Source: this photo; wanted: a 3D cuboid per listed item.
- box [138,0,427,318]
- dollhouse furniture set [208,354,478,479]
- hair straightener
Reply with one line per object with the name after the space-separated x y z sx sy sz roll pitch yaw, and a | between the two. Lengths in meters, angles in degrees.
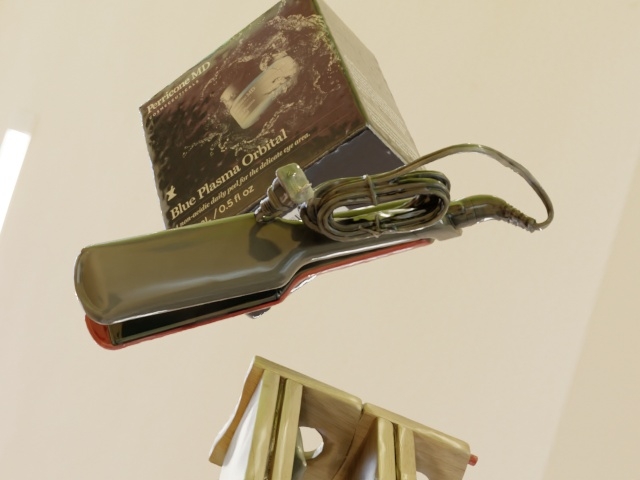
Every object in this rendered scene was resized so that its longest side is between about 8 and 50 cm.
-0.028 -0.061 0.765 0.156 0.093 0.158 -34 -134 16 | box
-0.014 0.183 0.559 0.129 0.129 0.183 -83 -163 -68 | dollhouse furniture set
0.000 0.000 0.525 0.230 0.089 0.047 -9 -111 -6 | hair straightener
